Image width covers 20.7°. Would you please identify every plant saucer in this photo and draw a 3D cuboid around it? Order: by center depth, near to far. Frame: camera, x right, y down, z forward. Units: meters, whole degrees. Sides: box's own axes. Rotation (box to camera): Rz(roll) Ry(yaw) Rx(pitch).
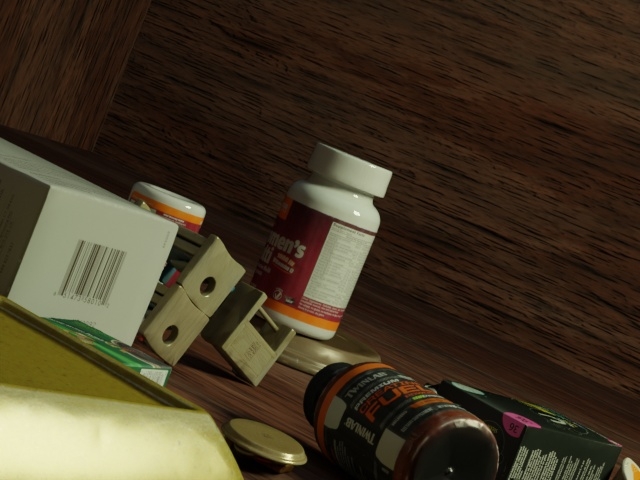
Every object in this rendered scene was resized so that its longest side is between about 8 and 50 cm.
[{"bbox_3d":[-0.234,0.095,1.157,0.333,0.081,0.332,25,4,35],"label":"plant saucer"},{"bbox_3d":[-0.038,0.120,2.215,0.278,0.041,0.278,23,5,-2],"label":"plant saucer"}]

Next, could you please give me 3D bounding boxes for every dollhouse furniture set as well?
[{"bbox_3d":[-0.145,0.077,1.821,0.129,0.129,0.184,25,-20,40],"label":"dollhouse furniture set"}]

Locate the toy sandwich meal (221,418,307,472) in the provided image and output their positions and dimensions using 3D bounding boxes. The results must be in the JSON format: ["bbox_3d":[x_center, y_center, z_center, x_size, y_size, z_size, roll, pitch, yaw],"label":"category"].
[{"bbox_3d":[-0.050,0.176,1.465,0.085,0.029,0.085,22,9,-3],"label":"toy sandwich meal"}]

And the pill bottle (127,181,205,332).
[{"bbox_3d":[-0.189,0.019,1.904,0.086,0.152,0.086,22,4,-1],"label":"pill bottle"}]

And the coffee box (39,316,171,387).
[{"bbox_3d":[-0.215,0.100,1.479,0.113,0.040,0.184,24,4,24],"label":"coffee box"}]

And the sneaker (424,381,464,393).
[{"bbox_3d":[0.119,0.183,1.886,0.085,0.086,0.237,18,4,-33],"label":"sneaker"}]

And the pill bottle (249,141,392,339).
[{"bbox_3d":[0.000,0.000,2.136,0.121,0.221,0.121,22,4,-2],"label":"pill bottle"}]

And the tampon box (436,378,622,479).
[{"bbox_3d":[0.190,0.213,1.713,0.161,0.101,0.120,18,5,-45],"label":"tampon box"}]

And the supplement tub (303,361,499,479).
[{"bbox_3d":[0.063,0.173,1.565,0.106,0.106,0.198,19,4,-36],"label":"supplement tub"}]

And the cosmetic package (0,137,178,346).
[{"bbox_3d":[-0.343,-0.029,1.702,0.365,0.155,0.197,24,4,36],"label":"cosmetic package"}]

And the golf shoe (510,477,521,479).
[{"bbox_3d":[0.176,0.243,1.269,0.120,0.105,0.273,29,5,2],"label":"golf shoe"}]

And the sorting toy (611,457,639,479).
[{"bbox_3d":[0.291,0.269,1.715,0.045,0.083,0.075,31,29,6],"label":"sorting toy"}]
